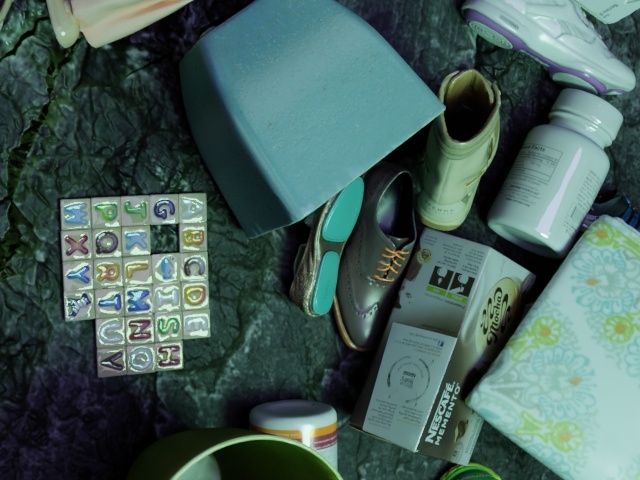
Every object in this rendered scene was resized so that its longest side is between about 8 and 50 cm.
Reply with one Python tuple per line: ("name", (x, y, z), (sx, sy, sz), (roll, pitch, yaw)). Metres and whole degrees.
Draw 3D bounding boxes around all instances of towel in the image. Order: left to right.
("towel", (0.428, 0.179, 1.770), (0.320, 0.090, 0.374), (35, 68, 9))

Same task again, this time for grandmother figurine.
("grandmother figurine", (-0.152, -0.323, 1.548), (0.342, 0.208, 0.104), (-15, 117, 7))

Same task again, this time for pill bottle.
("pill bottle", (-0.036, 0.337, 1.738), (0.121, 0.121, 0.221), (-3, 97, -25))
("pill bottle", (0.348, -0.100, 1.868), (0.131, 0.131, 0.229), (31, 82, -24))

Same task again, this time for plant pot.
("plant pot", (-0.142, 0.345, 1.594), (0.275, 0.293, 0.274), (-3, 96, -25))
("plant pot", (-0.041, -0.182, 1.628), (0.247, 0.248, 0.252), (-37, 97, -17))

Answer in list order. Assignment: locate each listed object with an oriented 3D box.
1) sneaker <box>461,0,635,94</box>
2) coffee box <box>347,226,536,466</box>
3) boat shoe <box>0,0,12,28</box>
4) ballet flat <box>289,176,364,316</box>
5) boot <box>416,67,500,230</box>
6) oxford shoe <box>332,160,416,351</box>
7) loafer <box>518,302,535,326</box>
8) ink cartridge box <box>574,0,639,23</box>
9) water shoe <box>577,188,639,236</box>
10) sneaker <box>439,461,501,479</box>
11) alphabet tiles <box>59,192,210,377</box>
("sneaker", (0.357, -0.317, 1.858), (0.305, 0.114, 0.152), (27, 84, -24))
("coffee box", (0.174, 0.153, 1.786), (0.168, 0.119, 0.297), (28, 82, -55))
("boat shoe", (-0.399, -0.332, 1.515), (0.109, 0.098, 0.302), (18, 87, -25))
("ballet flat", (0.000, 0.000, 1.748), (0.073, 0.067, 0.206), (17, 91, -49))
("boot", (0.198, -0.170, 1.721), (0.095, 0.203, 0.262), (17, 56, 9))
("oxford shoe", (0.077, 0.024, 1.771), (0.097, 0.098, 0.271), (3, 94, -25))
("loafer", (0.394, 0.108, 1.935), (0.320, 0.112, 0.111), (-3, 61, -24))
("ink cartridge box", (0.447, -0.439, 1.826), (0.093, 0.154, 0.212), (26, 58, -25))
("water shoe", (0.466, -0.037, 1.961), (0.203, 0.073, 0.080), (8, 90, -26))
("sneaker", (0.173, 0.458, 1.845), (0.109, 0.123, 0.295), (34, 81, -24))
("alphabet tiles", (-0.241, 0.059, 1.677), (0.198, 0.009, 0.237), (-4, 96, -25))
